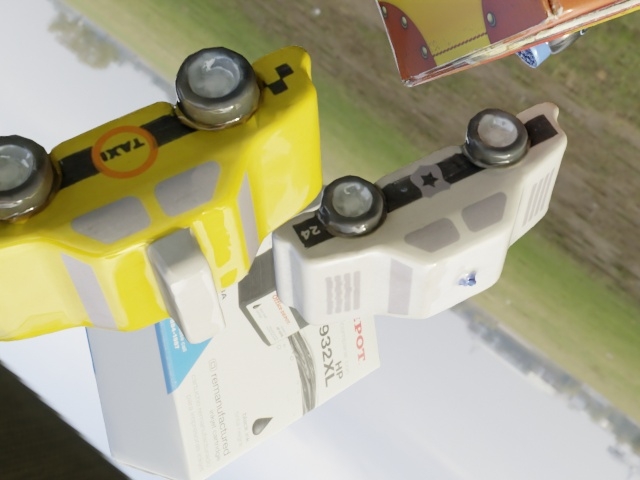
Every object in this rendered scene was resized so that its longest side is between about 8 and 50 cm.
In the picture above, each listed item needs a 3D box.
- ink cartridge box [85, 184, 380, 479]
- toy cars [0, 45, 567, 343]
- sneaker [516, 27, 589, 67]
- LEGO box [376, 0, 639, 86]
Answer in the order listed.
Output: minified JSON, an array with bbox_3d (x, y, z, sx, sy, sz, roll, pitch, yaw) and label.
[{"bbox_3d":[-0.085,0.084,1.142,0.129,0.223,0.307,6,-159,40],"label":"ink cartridge box"},{"bbox_3d":[0.000,0.000,0.544,0.393,0.176,0.087,2,-133,-47],"label":"toy cars"},{"bbox_3d":[0.206,-0.262,1.117,0.081,0.090,0.232,54,-175,-43],"label":"sneaker"},{"bbox_3d":[0.164,-0.398,0.666,0.193,0.372,0.500,-5,104,69],"label":"LEGO box"}]
